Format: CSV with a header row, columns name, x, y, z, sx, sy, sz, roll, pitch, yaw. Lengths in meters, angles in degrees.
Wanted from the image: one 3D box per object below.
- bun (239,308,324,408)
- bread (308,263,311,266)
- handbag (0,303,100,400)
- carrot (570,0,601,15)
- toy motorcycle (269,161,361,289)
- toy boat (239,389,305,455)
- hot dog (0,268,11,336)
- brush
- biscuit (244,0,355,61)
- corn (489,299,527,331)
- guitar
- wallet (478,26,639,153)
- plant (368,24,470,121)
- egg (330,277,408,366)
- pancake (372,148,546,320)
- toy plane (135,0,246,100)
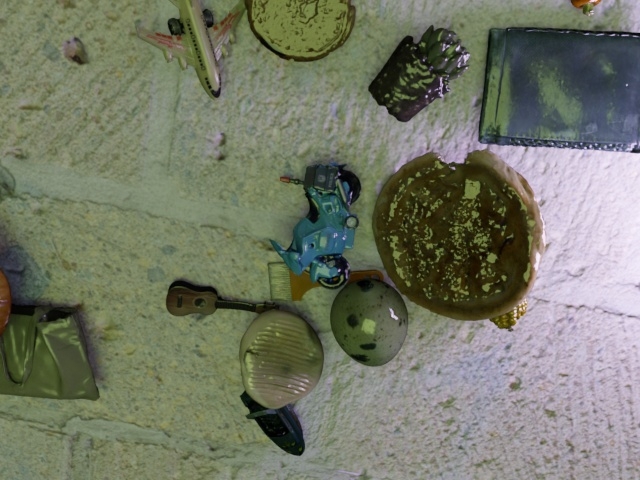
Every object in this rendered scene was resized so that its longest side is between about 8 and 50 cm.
name,x,y,z,sx,sy,sz,roll,pitch,yaw
bun,-0.097,0.276,1.492,0.210,0.116,0.237,4,98,-21
bread,0.000,0.000,1.426,0.132,0.053,0.074,-41,105,13
handbag,-0.710,0.277,1.536,0.316,0.109,0.253,2,107,8
carrot,0.509,-0.558,1.188,0.061,0.061,0.256,0,103,3
toy motorcycle,-0.012,-0.037,1.344,0.182,0.123,0.272,8,89,-3
toy boat,-0.110,0.459,1.588,0.093,0.103,0.246,-20,114,23
hot dog,-0.869,0.106,1.411,0.365,0.196,0.367,-32,87,23
brush,0.013,0.093,1.484,0.272,0.013,0.103,-2,112,3
biscuit,-0.040,-0.466,1.250,0.226,0.042,0.225,1,110,3
corn,0.397,0.049,1.404,0.102,0.102,0.312,-13,109,7
guitar,-0.230,0.149,1.502,0.271,0.038,0.083,7,117,-6
wallet,0.501,-0.305,1.277,0.342,0.075,0.237,3,105,3
plant,0.195,-0.337,1.246,0.129,0.132,0.194,41,112,-16
egg,0.113,0.192,1.433,0.177,0.177,0.228,-7,124,5
pancake,0.282,-0.015,1.335,0.382,0.071,0.382,6,106,24
toy plane,-0.243,-0.400,1.251,0.229,0.092,0.244,-23,123,-19
